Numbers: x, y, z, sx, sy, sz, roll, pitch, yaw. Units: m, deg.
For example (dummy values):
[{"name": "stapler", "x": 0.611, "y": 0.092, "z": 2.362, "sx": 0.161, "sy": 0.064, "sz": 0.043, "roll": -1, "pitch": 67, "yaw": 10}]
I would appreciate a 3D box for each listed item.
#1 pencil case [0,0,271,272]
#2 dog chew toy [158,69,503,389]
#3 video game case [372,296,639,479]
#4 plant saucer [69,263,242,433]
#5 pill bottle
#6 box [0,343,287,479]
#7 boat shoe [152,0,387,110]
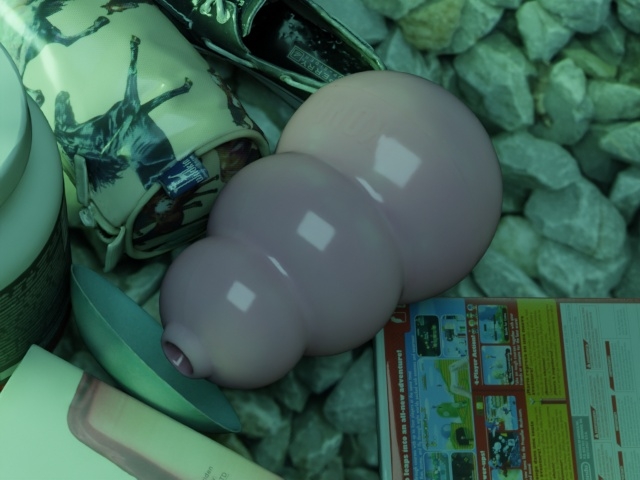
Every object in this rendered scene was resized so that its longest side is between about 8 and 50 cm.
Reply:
[{"name": "pencil case", "x": -0.232, "y": -0.172, "z": 1.315, "sx": 0.183, "sy": 0.160, "sz": 0.410, "roll": -31, "pitch": 74, "yaw": -39}, {"name": "dog chew toy", "x": 0.000, "y": 0.000, "z": 1.236, "sx": 0.206, "sy": 0.206, "sz": 0.332, "roll": 45, "pitch": 61, "yaw": 11}, {"name": "video game case", "x": 0.191, "y": 0.148, "z": 1.312, "sx": 0.285, "sy": 0.025, "sz": 0.204, "roll": 1, "pitch": 68, "yaw": -7}, {"name": "plant saucer", "x": -0.145, "y": 0.099, "z": 1.210, "sx": 0.037, "sy": 0.195, "sz": 0.195, "roll": -45, "pitch": 79, "yaw": 1}, {"name": "pill bottle", "x": -0.299, "y": -0.018, "z": 1.133, "sx": 0.210, "sy": 0.363, "sz": 0.210, "roll": 3, "pitch": 67, "yaw": -7}, {"name": "box", "x": -0.159, "y": 0.205, "z": 1.172, "sx": 0.232, "sy": 0.148, "sz": 0.126, "roll": 29, "pitch": 68, "yaw": 2}, {"name": "boat shoe", "x": -0.070, "y": -0.208, "z": 1.368, "sx": 0.301, "sy": 0.102, "sz": 0.108, "roll": 35, "pitch": 76, "yaw": 2}]
